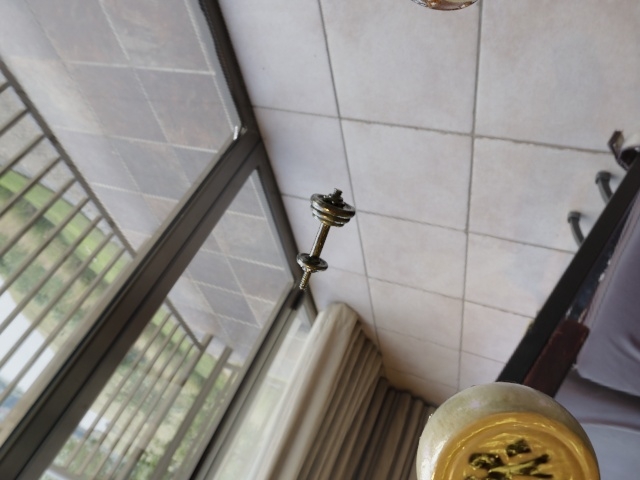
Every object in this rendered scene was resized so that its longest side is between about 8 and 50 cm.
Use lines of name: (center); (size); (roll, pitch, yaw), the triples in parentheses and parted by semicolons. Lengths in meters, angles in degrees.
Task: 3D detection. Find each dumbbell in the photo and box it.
dumbbell: (0.000, 0.000, 1.211); (0.110, 0.110, 0.254); (22, 105, 8)

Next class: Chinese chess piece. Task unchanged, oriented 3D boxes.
Chinese chess piece: (0.271, 0.339, 0.768); (0.257, 0.257, 0.104); (27, -171, 1)

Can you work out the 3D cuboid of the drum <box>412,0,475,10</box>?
drum: (0.237, -0.619, 0.852); (0.431, 0.431, 0.214); (44, 157, -22)
